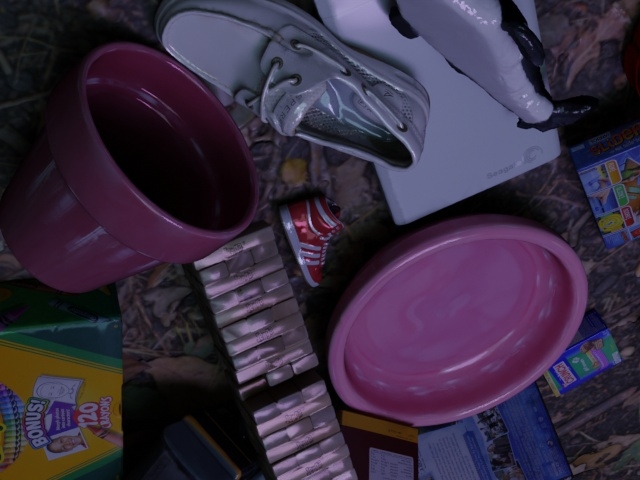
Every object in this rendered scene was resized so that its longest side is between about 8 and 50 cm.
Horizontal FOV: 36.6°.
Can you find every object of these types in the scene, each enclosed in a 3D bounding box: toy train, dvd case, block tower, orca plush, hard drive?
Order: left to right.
[{"bbox_3d":[-0.191,0.335,1.188,0.334,0.142,0.190,-50,161,20],"label":"toy train"},{"bbox_3d":[-0.056,0.139,1.058,0.091,0.097,0.335,-24,112,-16],"label":"block tower"},{"bbox_3d":[0.126,-0.169,0.984,0.203,0.040,0.307,-24,132,0],"label":"hard drive"},{"bbox_3d":[0.197,0.287,1.328,0.253,0.180,0.022,-21,177,-2],"label":"dvd case"},{"bbox_3d":[0.169,-0.203,0.877,0.287,0.151,0.102,30,83,-33],"label":"orca plush"}]

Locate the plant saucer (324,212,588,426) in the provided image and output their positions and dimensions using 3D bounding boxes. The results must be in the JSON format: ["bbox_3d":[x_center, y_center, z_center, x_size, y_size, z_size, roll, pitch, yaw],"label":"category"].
[{"bbox_3d":[0.158,0.090,1.185,0.332,0.084,0.332,-10,132,-12],"label":"plant saucer"}]

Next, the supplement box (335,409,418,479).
[{"bbox_3d":[0.014,0.338,1.223,0.129,0.194,0.191,21,148,-33],"label":"supplement box"}]

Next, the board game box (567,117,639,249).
[{"bbox_3d":[0.374,-0.069,1.118,0.136,0.035,0.201,-22,146,14],"label":"board game box"}]

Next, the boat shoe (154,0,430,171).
[{"bbox_3d":[-0.021,-0.142,0.882,0.277,0.096,0.098,20,134,-15],"label":"boat shoe"}]

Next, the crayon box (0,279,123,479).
[{"bbox_3d":[-0.308,0.169,1.081,0.165,0.081,0.278,-5,130,-17],"label":"crayon box"}]

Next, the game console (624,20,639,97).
[{"bbox_3d":[0.534,-0.282,1.025,0.386,0.060,0.342,1,129,-21],"label":"game console"}]

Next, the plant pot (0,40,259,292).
[{"bbox_3d":[-0.188,-0.048,0.880,0.180,0.201,0.201,-33,134,30],"label":"plant pot"}]

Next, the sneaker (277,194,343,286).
[{"bbox_3d":[0.000,0.000,1.078,0.067,0.042,0.118,-20,131,1],"label":"sneaker"}]

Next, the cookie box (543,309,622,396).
[{"bbox_3d":[0.353,0.158,1.342,0.107,0.040,0.092,-30,133,7],"label":"cookie box"}]
